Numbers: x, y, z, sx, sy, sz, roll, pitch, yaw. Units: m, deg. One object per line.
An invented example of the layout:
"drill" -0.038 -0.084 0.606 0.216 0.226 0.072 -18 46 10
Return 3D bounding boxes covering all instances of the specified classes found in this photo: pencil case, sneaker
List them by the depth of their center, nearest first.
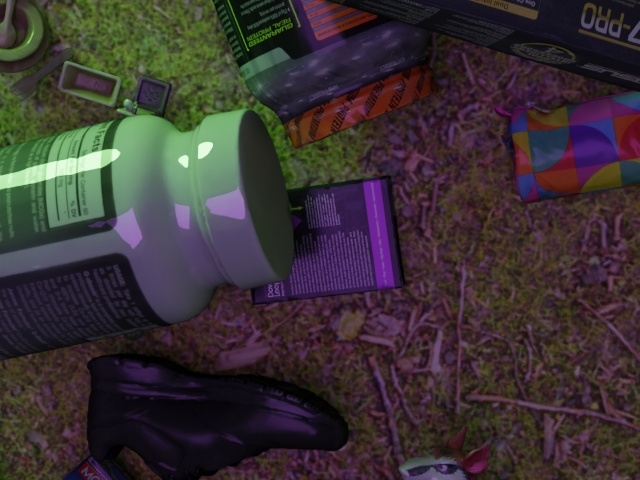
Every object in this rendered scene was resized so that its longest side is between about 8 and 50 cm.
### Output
"pencil case" 0.291 -0.100 1.445 0.236 0.104 0.104 -7 96 9
"sneaker" -0.110 0.196 1.540 0.286 0.109 0.130 7 86 17

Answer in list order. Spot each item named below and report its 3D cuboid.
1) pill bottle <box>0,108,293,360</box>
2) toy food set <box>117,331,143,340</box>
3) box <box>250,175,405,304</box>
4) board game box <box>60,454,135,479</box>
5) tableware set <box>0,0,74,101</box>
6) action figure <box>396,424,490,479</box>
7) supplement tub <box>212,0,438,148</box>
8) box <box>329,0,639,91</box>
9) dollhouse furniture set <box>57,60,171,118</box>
"pill bottle" -0.223 -0.006 1.470 0.362 0.210 0.210 -12 95 12
"toy food set" -0.211 0.064 1.589 0.082 0.020 0.083 18 100 7
"box" 0.000 0.000 1.541 0.162 0.029 0.116 -7 95 9
"board game box" -0.208 0.324 1.603 0.194 0.060 0.194 -41 89 11
"tableware set" -0.359 -0.185 1.520 0.128 0.039 0.194 46 67 1
"action figure" 0.084 0.356 1.464 0.275 0.248 0.370 32 104 3
"supplement tub" -0.013 -0.260 1.425 0.193 0.193 0.316 -20 94 12
"box" 0.172 -0.336 1.332 0.394 0.097 0.318 13 83 -15
"dollhouse furniture set" -0.227 -0.133 1.534 0.114 0.081 0.091 18 100 7
